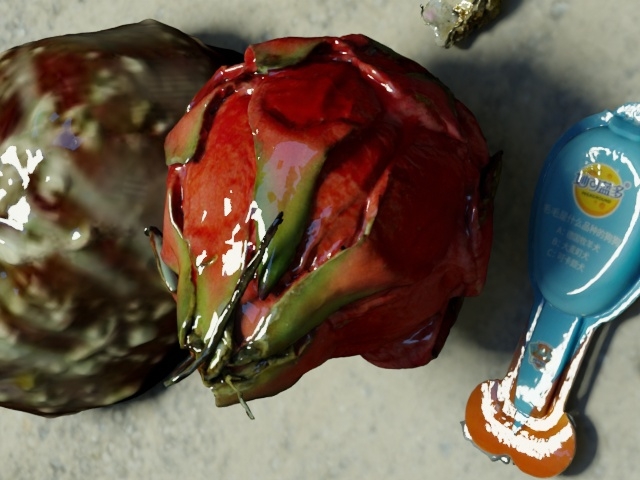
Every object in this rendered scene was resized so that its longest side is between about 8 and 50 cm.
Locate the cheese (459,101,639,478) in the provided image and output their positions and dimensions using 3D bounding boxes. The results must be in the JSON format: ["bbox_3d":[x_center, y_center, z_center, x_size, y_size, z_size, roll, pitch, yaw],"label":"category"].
[{"bbox_3d":[0.161,0.031,1.162,0.106,0.037,0.256,29,106,35],"label":"cheese"}]

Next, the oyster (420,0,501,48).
[{"bbox_3d":[0.104,-0.168,1.218,0.093,0.034,0.051,-48,45,37],"label":"oyster"}]

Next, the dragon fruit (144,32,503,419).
[{"bbox_3d":[0.000,0.000,1.142,0.234,0.234,0.293,-12,47,35],"label":"dragon fruit"}]

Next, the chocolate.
[{"bbox_3d":[-0.202,-0.013,1.326,0.340,0.210,0.225,-45,61,26],"label":"chocolate"}]
